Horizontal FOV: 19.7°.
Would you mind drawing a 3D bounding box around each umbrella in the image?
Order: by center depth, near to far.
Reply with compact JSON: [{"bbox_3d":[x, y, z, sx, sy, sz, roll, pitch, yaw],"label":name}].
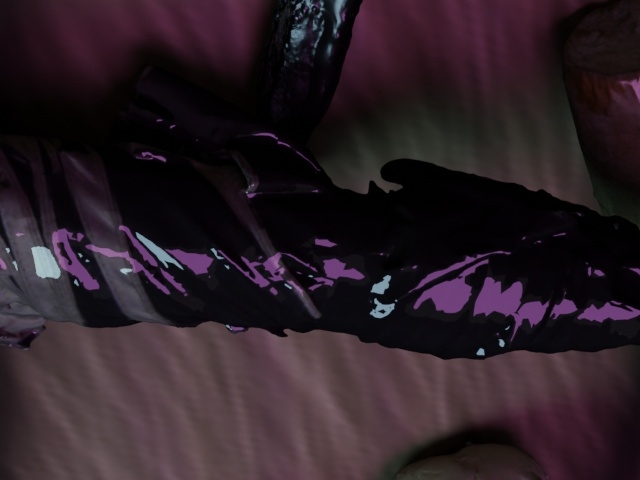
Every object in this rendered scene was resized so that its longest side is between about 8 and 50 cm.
[{"bbox_3d":[-0.001,0.001,0.824,0.357,0.106,0.113,5,144,-4],"label":"umbrella"}]

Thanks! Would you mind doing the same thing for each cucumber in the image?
[{"bbox_3d":[-0.007,-0.077,0.827,0.039,0.043,0.163,-38,157,-40],"label":"cucumber"}]

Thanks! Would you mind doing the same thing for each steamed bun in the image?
[{"bbox_3d":[0.089,0.183,1.043,0.112,0.091,0.130,-15,133,-2],"label":"steamed bun"}]

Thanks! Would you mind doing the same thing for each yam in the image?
[{"bbox_3d":[0.197,0.034,0.960,0.083,0.083,0.371,-24,132,4],"label":"yam"}]
